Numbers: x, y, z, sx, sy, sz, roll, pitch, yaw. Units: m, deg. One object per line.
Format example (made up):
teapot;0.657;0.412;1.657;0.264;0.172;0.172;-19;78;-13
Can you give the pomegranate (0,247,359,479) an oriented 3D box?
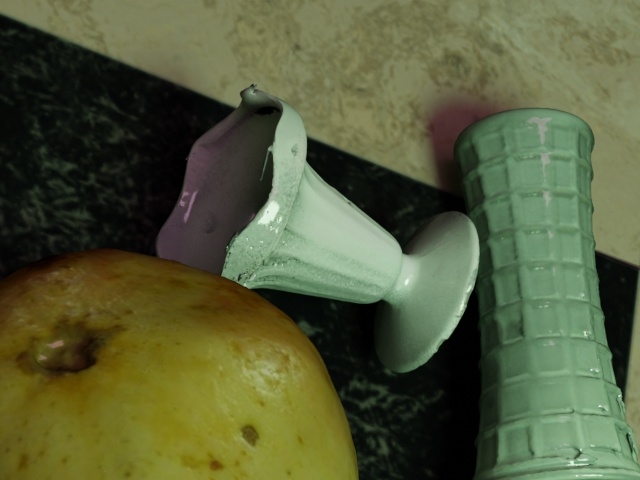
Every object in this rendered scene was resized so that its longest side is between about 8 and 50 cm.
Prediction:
pomegranate;-0.137;0.179;1.101;0.342;0.342;0.343;10;67;-24

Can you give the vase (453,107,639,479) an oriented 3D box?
vase;0.169;0.054;1.393;0.143;0.143;0.299;8;66;-25

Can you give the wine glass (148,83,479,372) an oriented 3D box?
wine glass;0.000;0.000;1.316;0.196;0.165;0.165;23;62;-26
